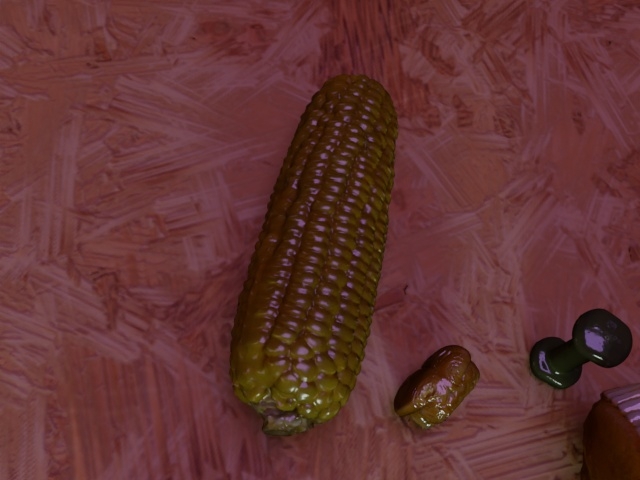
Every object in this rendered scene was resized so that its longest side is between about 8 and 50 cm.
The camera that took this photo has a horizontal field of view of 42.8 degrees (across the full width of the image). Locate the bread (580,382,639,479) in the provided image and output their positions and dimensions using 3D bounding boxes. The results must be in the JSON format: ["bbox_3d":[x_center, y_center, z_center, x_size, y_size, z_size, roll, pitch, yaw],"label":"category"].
[{"bbox_3d":[0.315,0.245,0.646,0.156,0.204,0.288,-21,65,5],"label":"bread"}]

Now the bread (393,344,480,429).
[{"bbox_3d":[0.103,0.129,0.720,0.083,0.081,0.046,-42,86,9],"label":"bread"}]

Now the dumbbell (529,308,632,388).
[{"bbox_3d":[0.230,0.099,0.731,0.052,0.118,0.046,33,68,5],"label":"dumbbell"}]

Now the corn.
[{"bbox_3d":[0.000,0.000,0.744,0.120,0.120,0.363,13,61,-3],"label":"corn"}]
